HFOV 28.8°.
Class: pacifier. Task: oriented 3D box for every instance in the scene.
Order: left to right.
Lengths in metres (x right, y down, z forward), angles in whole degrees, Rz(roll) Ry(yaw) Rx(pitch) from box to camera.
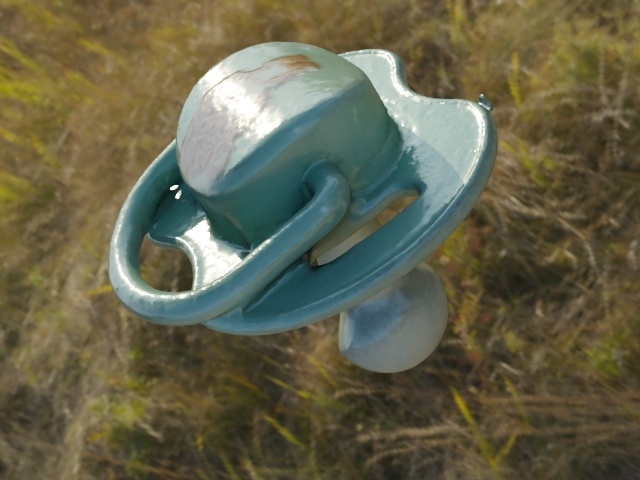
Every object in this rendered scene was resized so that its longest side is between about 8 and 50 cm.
[{"bbox_3d":[0.000,0.000,0.926,0.288,0.269,0.343,-34,28,-3],"label":"pacifier"}]
